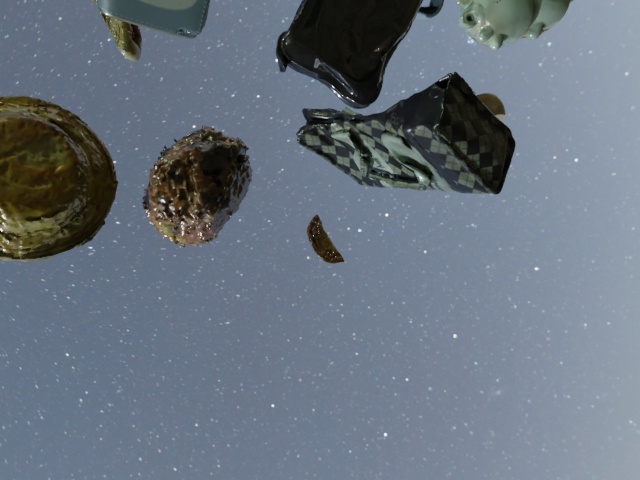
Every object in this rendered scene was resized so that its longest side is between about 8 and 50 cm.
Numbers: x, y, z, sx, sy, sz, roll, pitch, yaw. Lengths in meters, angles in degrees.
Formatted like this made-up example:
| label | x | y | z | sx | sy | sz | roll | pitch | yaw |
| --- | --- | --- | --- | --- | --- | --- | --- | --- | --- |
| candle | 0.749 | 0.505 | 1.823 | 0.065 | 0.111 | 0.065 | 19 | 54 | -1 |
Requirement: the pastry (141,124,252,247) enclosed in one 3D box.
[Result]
| label | x | y | z | sx | sy | sz | roll | pitch | yaw |
| --- | --- | --- | --- | --- | --- | --- | --- | --- | --- |
| pastry | -0.392 | -0.170 | 1.383 | 0.292 | 0.337 | 0.405 | 35 | -90 | -6 |

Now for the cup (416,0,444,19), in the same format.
| label | x | y | z | sx | sy | sz | roll | pitch | yaw |
| --- | --- | --- | --- | --- | --- | --- | --- | --- | --- |
| cup | 0.235 | -0.795 | 1.148 | 0.311 | 0.331 | 0.256 | 1 | -131 | -22 |

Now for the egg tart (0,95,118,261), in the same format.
| label | x | y | z | sx | sy | sz | roll | pitch | yaw |
| --- | --- | --- | --- | --- | --- | --- | --- | --- | --- |
| egg tart | -0.740 | -0.162 | 1.095 | 0.443 | 0.178 | 0.443 | 4 | -98 | -31 |

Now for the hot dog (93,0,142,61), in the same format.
| label | x | y | z | sx | sy | sz | roll | pitch | yaw |
| --- | --- | --- | --- | --- | --- | --- | --- | --- | --- |
| hot dog | -0.591 | -0.649 | 1.288 | 0.242 | 0.073 | 0.084 | 62 | -165 | 3 |

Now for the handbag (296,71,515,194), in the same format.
| label | x | y | z | sx | sy | sz | roll | pitch | yaw |
| --- | --- | --- | --- | --- | --- | --- | --- | --- | --- |
| handbag | 0.173 | -0.223 | 1.002 | 0.317 | 0.416 | 0.180 | 21 | -97 | -42 |

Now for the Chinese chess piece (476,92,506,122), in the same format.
| label | x | y | z | sx | sy | sz | roll | pitch | yaw |
| --- | --- | --- | --- | --- | --- | --- | --- | --- | --- |
| Chinese chess piece | 0.541 | -0.421 | 1.581 | 0.251 | 0.251 | 0.097 | -13 | -108 | -43 |

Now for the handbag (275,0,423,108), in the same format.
| label | x | y | z | sx | sy | sz | roll | pitch | yaw |
| --- | --- | --- | --- | --- | --- | --- | --- | --- | --- |
| handbag | 0.062 | -0.389 | 0.767 | 0.192 | 0.075 | 0.332 | 30 | -105 | -15 |

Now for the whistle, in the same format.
| label | x | y | z | sx | sy | sz | roll | pitch | yaw |
| --- | --- | --- | --- | --- | --- | --- | --- | --- | --- |
| whistle | 0.284 | -0.338 | 0.623 | 0.253 | 0.106 | 0.101 | -29 | -63 | -22 |

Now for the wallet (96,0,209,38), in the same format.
| label | x | y | z | sx | sy | sz | roll | pitch | yaw |
| --- | --- | --- | --- | --- | --- | --- | --- | --- | --- |
| wallet | -0.322 | -0.629 | 0.928 | 0.252 | 0.360 | 0.083 | 6 | -135 | -29 |

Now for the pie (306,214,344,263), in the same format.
| label | x | y | z | sx | sy | sz | roll | pitch | yaw |
| --- | --- | --- | --- | --- | --- | --- | --- | --- | --- |
| pie | -0.001 | 0.002 | 1.443 | 0.088 | 0.033 | 0.191 | -12 | -115 | -39 |
